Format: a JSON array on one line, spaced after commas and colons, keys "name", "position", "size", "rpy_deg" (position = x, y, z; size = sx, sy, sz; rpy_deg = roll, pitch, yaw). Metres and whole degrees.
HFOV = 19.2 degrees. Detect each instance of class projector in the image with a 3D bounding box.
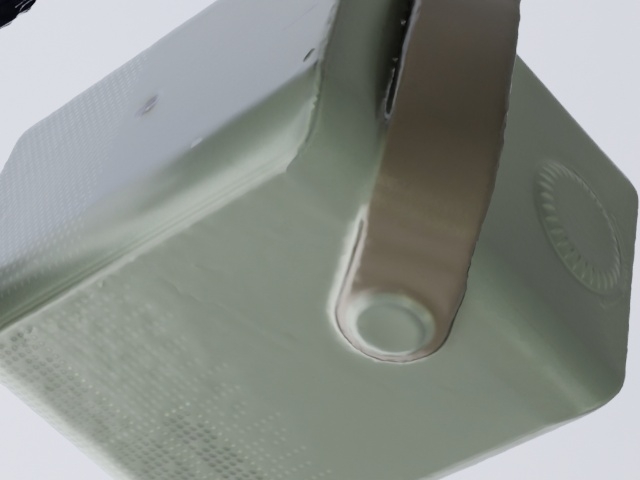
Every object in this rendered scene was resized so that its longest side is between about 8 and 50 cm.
[{"name": "projector", "position": [0.000, 0.000, 0.736], "size": [0.177, 0.242, 0.163], "rpy_deg": [43, -145, -24]}]

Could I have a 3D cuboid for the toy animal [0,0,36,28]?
[{"name": "toy animal", "position": [-0.139, -0.153, 0.647], "size": [0.298, 0.122, 0.185], "rpy_deg": [-46, -38, -39]}]
